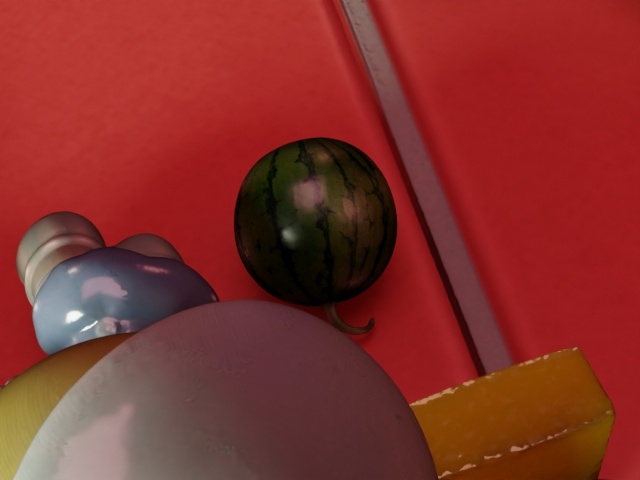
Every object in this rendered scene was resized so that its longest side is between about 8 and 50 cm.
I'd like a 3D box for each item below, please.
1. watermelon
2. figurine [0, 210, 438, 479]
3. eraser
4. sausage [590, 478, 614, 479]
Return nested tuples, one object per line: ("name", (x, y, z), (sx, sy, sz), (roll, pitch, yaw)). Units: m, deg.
("watermelon", (-0.004, -0.006, 0.840), (0.109, 0.109, 0.109), (-3, 53, 4))
("figurine", (-0.093, 0.078, 0.676), (0.224, 0.205, 0.382), (11, 24, -36))
("eraser", (0.088, 0.113, 0.724), (0.097, 0.122, 0.045), (-19, 55, -10))
("sausage", (0.218, 0.186, 0.666), (0.317, 0.117, 0.125), (8, 85, 15))
